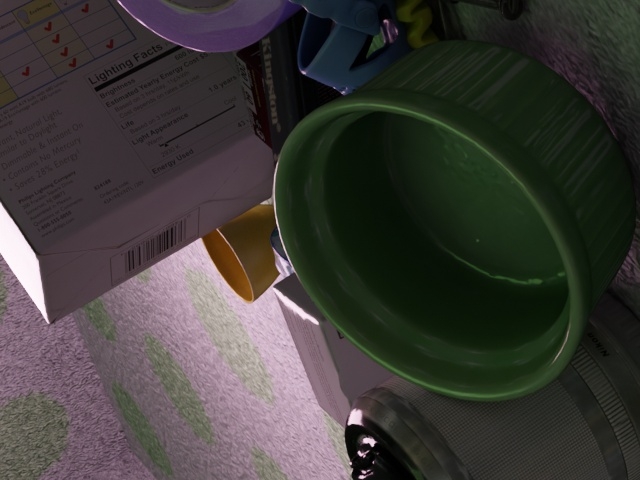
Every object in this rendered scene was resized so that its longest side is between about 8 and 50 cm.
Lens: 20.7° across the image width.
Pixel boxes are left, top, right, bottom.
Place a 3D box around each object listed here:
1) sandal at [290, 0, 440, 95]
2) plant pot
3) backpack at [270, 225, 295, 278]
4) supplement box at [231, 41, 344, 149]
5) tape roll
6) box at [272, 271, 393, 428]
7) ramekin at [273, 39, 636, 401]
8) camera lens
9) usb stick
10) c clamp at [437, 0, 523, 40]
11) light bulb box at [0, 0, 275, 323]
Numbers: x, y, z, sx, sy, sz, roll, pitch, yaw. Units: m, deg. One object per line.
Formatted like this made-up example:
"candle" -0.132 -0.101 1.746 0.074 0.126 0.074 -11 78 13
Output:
"sandal" 0.039 -0.183 1.618 0.126 0.138 0.317 -123 12 -56
"plant pot" -0.090 0.004 2.361 0.134 0.095 0.134 50 161 25
"backpack" 0.000 0.000 2.082 0.105 0.114 0.084 45 158 39
"supplement box" 0.002 -0.126 1.940 0.239 0.073 0.130 42 156 40
"tape roll" -0.115 -0.323 1.687 0.274 0.090 0.275 22 133 26
"box" 0.071 0.096 1.939 0.119 0.182 0.181 36 151 55
"ramekin" 0.123 -0.025 1.510 0.303 0.148 0.303 23 136 25
"camera lens" 0.177 0.187 1.646 0.219 0.274 0.219 50 160 25
"usb stick" -0.035 -0.179 1.840 0.077 0.045 0.278 -3 95 56
"c clamp" 0.132 -0.227 1.517 0.160 0.022 0.137 21 133 65
"light bulb box" -0.295 -0.156 2.223 0.361 0.358 0.225 54 160 18
